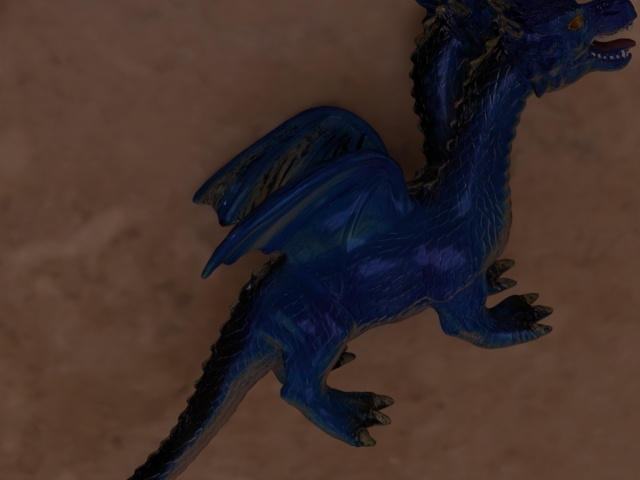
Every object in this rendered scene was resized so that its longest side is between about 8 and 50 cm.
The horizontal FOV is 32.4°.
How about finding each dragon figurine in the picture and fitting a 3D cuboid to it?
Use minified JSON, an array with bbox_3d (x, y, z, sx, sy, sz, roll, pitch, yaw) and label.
[{"bbox_3d":[0.000,0.000,0.448,0.289,0.085,0.144,-29,115,4],"label":"dragon figurine"}]
